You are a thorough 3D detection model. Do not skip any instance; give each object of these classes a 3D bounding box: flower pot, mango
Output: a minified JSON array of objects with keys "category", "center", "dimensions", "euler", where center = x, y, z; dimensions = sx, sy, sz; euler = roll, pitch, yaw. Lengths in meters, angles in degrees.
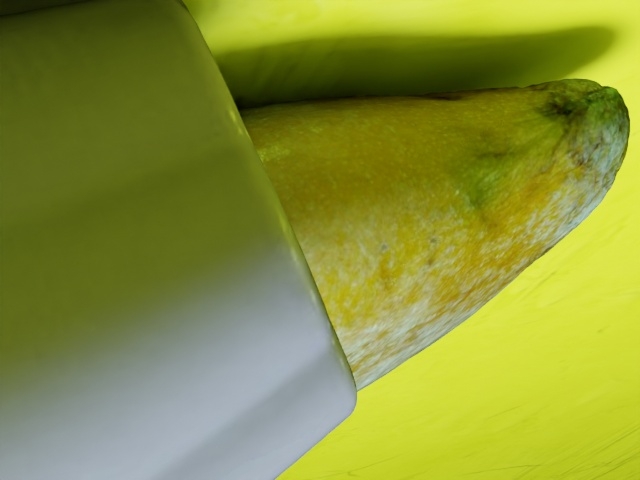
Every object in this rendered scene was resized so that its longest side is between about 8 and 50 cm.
[{"category":"flower pot","center":[-0.126,0.033,0.729],"dimensions":[0.243,0.265,0.265],"euler":[-22,165,-3]},{"category":"mango","center":[0.000,0.000,0.932],"dimensions":[0.316,0.146,0.193],"euler":[-24,168,-12]}]
